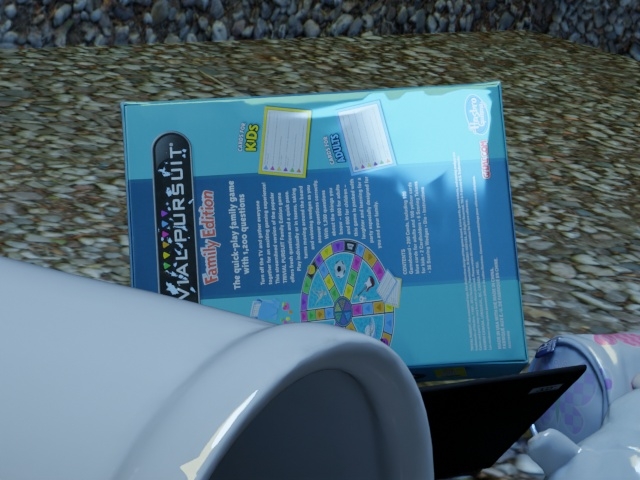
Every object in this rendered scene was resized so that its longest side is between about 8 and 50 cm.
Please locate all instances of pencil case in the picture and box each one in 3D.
[{"bbox_3d":[0.310,0.133,1.606,0.273,0.114,0.124,-4,-17,-32],"label":"pencil case"}]

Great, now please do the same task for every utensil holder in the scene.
[{"bbox_3d":[-0.183,0.165,0.927,0.385,0.328,0.327,12,17,25],"label":"utensil holder"}]

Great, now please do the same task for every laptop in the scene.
[{"bbox_3d":[0.032,0.129,1.453,0.234,0.137,0.264,-4,20,-35],"label":"laptop"}]

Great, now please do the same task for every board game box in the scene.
[{"bbox_3d":[0.000,0.000,1.579,0.336,0.254,0.079,-3,-14,-3],"label":"board game box"}]

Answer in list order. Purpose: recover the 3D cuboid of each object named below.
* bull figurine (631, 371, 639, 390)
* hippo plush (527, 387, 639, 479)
[{"bbox_3d":[0.396,0.185,1.461,0.310,0.101,0.188,24,19,15],"label":"bull figurine"},{"bbox_3d":[0.275,0.211,1.228,0.236,0.234,0.294,-3,30,45],"label":"hippo plush"}]
